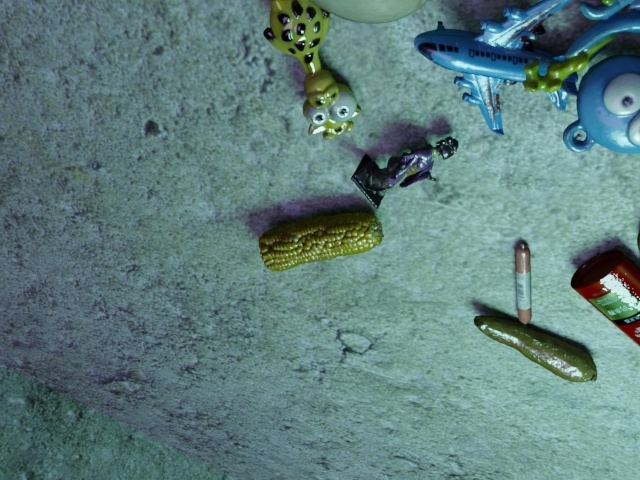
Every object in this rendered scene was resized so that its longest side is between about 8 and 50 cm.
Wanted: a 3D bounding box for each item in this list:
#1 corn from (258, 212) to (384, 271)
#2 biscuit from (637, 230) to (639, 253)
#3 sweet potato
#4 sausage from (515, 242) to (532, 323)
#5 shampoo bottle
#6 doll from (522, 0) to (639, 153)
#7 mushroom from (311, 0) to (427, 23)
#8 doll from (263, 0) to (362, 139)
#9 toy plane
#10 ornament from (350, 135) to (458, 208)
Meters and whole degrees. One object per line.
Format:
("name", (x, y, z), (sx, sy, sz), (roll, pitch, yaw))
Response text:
("corn", (-0.003, -0.004, 1.482), (0.313, 0.102, 0.102), (-15, 123, 33))
("biscuit", (0.676, -0.020, 1.127), (0.306, 0.043, 0.284), (32, 135, 0))
("sweet potato", (0.447, 0.219, 1.471), (0.274, 0.075, 0.075), (27, 138, 7))
("sausage", (0.403, 0.090, 1.396), (0.030, 0.029, 0.223), (6, 133, 24))
("shampoo bottle", (0.611, 0.145, 1.302), (0.314, 0.076, 0.118), (40, 134, -11))
("doll", (0.494, -0.210, 0.960), (0.341, 0.098, 0.346), (-32, 111, 27))
("mushroom", (0.067, -0.441, 0.904), (0.290, 0.297, 0.297), (-36, 110, 20))
("doll", (-0.012, -0.296, 1.206), (0.117, 0.086, 0.291), (-19, 126, 5))
("toy plane", (0.270, -0.273, 1.050), (0.272, 0.105, 0.254), (16, 137, -5))
("ornament", (0.166, -0.129, 1.273), (0.203, 0.088, 0.081), (-16, 123, 36))
